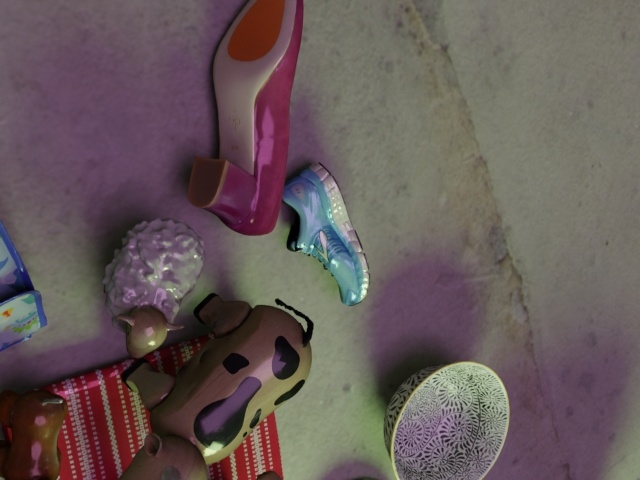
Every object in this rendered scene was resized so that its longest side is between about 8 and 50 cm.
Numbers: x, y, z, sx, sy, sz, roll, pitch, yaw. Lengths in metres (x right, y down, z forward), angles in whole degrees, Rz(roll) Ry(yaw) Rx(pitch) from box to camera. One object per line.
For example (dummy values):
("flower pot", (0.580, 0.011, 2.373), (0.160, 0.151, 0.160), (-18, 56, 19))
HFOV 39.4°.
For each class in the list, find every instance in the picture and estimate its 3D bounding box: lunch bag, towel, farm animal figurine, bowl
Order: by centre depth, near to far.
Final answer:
("lunch bag", (-0.312, 0.045, 0.744), (0.128, 0.096, 0.151), (-31, 130, -24))
("farm animal figurine", (-0.108, 0.190, 0.813), (0.330, 0.172, 0.327), (38, 78, -31))
("towel", (-0.171, 0.208, 0.899), (0.274, 0.031, 0.199), (-16, 107, -29))
("bowl", (0.132, 0.212, 1.048), (0.170, 0.080, 0.170), (-7, 104, -29))

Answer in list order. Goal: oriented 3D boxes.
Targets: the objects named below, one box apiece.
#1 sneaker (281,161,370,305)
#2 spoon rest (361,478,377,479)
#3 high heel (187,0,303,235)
("sneaker", (0.000, 0.000, 0.944), (0.073, 0.063, 0.162), (-24, 110, -5))
("spoon rest", (-0.004, 0.384, 1.022), (0.276, 0.084, 0.137), (-34, 119, -35))
("high heel", (-0.049, -0.127, 0.877), (0.117, 0.082, 0.244), (26, 75, -58))
